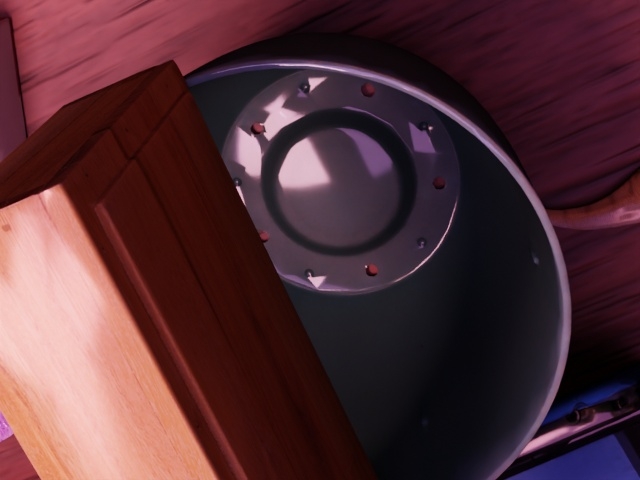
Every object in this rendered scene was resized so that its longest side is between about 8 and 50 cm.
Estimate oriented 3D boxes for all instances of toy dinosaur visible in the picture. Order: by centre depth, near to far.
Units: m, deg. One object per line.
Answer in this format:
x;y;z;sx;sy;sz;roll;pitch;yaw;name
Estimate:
0.234;-0.030;0.824;0.211;0.064;0.112;-30;78;18;toy dinosaur

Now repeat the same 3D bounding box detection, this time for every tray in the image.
-0.027;0.132;0.576;0.076;0.203;0.411;-20;108;13;tray

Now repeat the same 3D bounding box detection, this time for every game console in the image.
0.140;0.225;0.873;0.293;0.250;0.173;-28;79;16;game console

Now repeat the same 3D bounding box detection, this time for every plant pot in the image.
0.000;0.000;0.757;0.293;0.235;0.293;2;113;5;plant pot

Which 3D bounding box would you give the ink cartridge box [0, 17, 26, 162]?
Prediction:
-0.295;-0.099;0.845;0.150;0.063;0.109;0;112;7;ink cartridge box

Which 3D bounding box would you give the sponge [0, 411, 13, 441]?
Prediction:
-0.339;0.147;0.966;0.210;0.031;0.117;-34;104;18;sponge
